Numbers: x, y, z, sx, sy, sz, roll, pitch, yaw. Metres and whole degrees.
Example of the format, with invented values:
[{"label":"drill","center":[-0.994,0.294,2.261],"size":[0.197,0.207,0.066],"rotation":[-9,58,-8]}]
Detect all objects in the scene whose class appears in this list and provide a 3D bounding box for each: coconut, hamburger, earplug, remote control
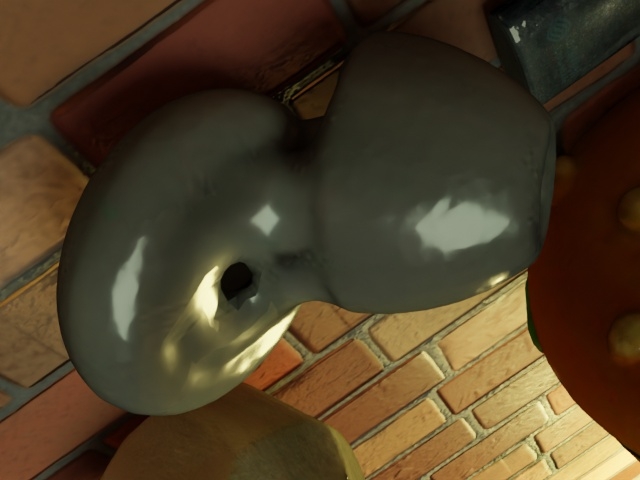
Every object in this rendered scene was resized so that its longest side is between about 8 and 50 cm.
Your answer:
[{"label":"coconut","center":[-0.077,0.238,0.730],"size":[0.241,0.241,0.241],"rotation":[-20,140,-17]},{"label":"hamburger","center":[0.378,0.030,0.687],"size":[0.396,0.395,0.277],"rotation":[-40,142,8]},{"label":"earplug","center":[-0.005,-0.008,0.534],"size":[0.326,0.175,0.214],"rotation":[-26,140,-9]},{"label":"remote control","center":[0.291,-0.236,0.609],"size":[0.378,0.044,0.107],"rotation":[-35,146,3]}]
